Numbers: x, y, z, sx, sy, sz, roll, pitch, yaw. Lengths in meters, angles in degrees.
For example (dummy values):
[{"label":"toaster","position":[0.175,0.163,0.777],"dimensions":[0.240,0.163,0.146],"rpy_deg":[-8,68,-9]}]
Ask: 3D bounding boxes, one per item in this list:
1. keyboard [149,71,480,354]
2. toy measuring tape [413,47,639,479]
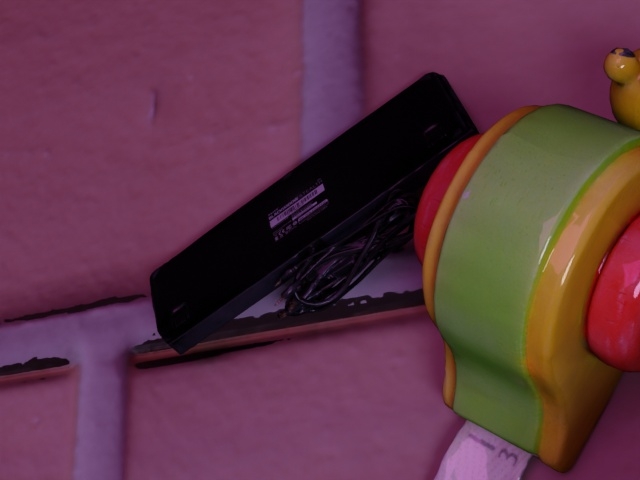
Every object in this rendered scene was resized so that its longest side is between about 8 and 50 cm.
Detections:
[{"label":"keyboard","position":[0.000,0.000,0.623],"dimensions":[0.192,0.038,0.100],"rpy_deg":[-36,33,13]},{"label":"toy measuring tape","position":[0.065,0.057,0.504],"dimensions":[0.121,0.121,0.330],"rpy_deg":[27,84,35]}]
